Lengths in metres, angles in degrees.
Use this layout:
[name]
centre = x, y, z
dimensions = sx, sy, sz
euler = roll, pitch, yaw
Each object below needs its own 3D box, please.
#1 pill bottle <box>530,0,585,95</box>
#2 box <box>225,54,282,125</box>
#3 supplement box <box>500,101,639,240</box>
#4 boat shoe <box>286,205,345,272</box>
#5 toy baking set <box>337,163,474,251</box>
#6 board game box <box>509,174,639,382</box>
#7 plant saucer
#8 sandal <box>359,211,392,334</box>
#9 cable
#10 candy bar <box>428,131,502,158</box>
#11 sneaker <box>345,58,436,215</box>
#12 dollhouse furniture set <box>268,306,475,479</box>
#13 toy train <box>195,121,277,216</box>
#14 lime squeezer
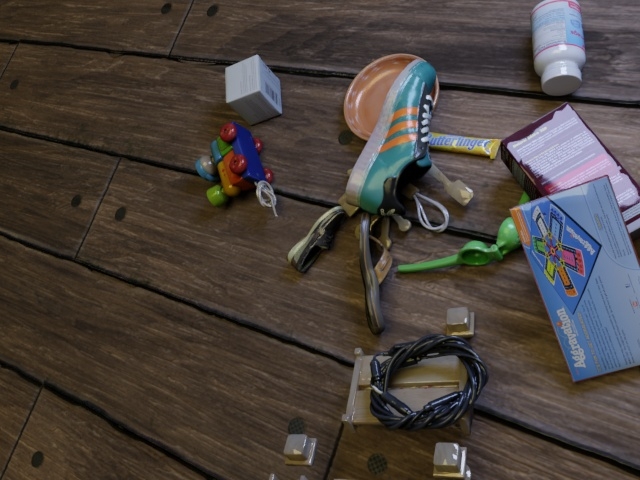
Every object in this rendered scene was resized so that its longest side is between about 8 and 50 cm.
[pill bottle]
centre = 0.422, -0.343, 1.147
dimensions = 0.087, 0.087, 0.160
euler = -7, 68, 25
[box]
centre = -0.147, -0.329, 1.425
dimensions = 0.087, 0.101, 0.102
euler = -17, 62, 21
[supplement box]
centre = 0.409, -0.090, 1.039
dimensions = 0.130, 0.073, 0.239
euler = -30, 66, 3
[boat shoe]
centre = 0.000, 0.000, 1.252
dimensions = 0.152, 0.056, 0.049
euler = -48, 62, 14
[toy baking set]
centre = 0.155, -0.087, 1.221
dimensions = 0.256, 0.030, 0.196
euler = -23, 67, 23
[board game box]
centre = 0.397, 0.060, 0.955
dimensions = 0.145, 0.027, 0.281
euler = -20, 94, 18
[plant saucer]
centre = 0.143, -0.279, 1.295
dimensions = 0.200, 0.037, 0.200
euler = -11, 66, 24
[sandal]
centre = 0.103, 0.057, 1.158
dimensions = 0.060, 0.090, 0.219
euler = -7, 72, 1
[cable]
centre = 0.159, 0.213, 0.971
dimensions = 0.184, 0.047, 0.150
euler = -10, 43, 21
[candy bar]
centre = 0.256, -0.181, 1.210
dimensions = 0.161, 0.018, 0.040
euler = 14, 77, 30
[sneaker]
centre = 0.160, -0.180, 1.172
dimensions = 0.121, 0.108, 0.302
euler = 22, 83, 20
[dollhouse furniture set]
centre = 0.109, 0.307, 1.073
dimensions = 0.303, 0.174, 0.355
euler = -6, 44, 24
[toy train]
centre = -0.181, -0.116, 1.365
dimensions = 0.143, 0.105, 0.248
euler = -34, 59, 24
[lime squeezer]
centre = 0.277, -0.009, 1.109
dimensions = 0.310, 0.059, 0.110
euler = -37, 59, 11
